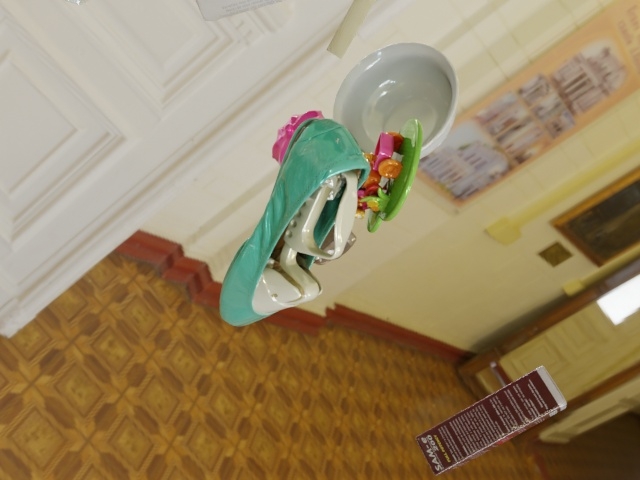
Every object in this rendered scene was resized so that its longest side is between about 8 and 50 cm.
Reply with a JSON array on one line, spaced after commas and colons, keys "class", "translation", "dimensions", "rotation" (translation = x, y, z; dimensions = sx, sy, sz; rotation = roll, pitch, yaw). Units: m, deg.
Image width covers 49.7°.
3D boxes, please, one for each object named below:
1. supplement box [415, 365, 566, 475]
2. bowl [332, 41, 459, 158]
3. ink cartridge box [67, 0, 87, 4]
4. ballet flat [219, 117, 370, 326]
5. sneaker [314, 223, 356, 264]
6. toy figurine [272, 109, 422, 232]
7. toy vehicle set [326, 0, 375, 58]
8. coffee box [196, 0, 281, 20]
[{"class": "supplement box", "translation": [0.288, 0.304, 1.158], "dimensions": [0.073, 0.239, 0.130], "rotation": [61, 8, 23]}, {"class": "bowl", "translation": [0.188, -0.288, 1.574], "dimensions": [0.134, 0.298, 0.298], "rotation": [36, 28, -57]}, {"class": "ink cartridge box", "translation": [-0.346, -0.416, 0.900], "dimensions": [0.128, 0.176, 0.127], "rotation": [17, 19, -16]}, {"class": "ballet flat", "translation": [-0.025, 0.007, 0.654], "dimensions": [0.083, 0.247, 0.087], "rotation": [-4, 39, -47]}, {"class": "sneaker", "translation": [0.000, 0.000, 1.068], "dimensions": [0.066, 0.071, 0.188], "rotation": [50, -6, -4]}, {"class": "toy figurine", "translation": [0.017, -0.093, 0.843], "dimensions": [0.159, 0.173, 0.130], "rotation": [15, 53, -10]}, {"class": "toy vehicle set", "translation": [0.093, -0.494, 1.388], "dimensions": [0.035, 0.166, 0.267], "rotation": [29, 42, -7]}, {"class": "coffee box", "translation": [-0.055, -0.546, 0.871], "dimensions": [0.334, 0.337, 0.338], "rotation": [71, 5, -49]}]
